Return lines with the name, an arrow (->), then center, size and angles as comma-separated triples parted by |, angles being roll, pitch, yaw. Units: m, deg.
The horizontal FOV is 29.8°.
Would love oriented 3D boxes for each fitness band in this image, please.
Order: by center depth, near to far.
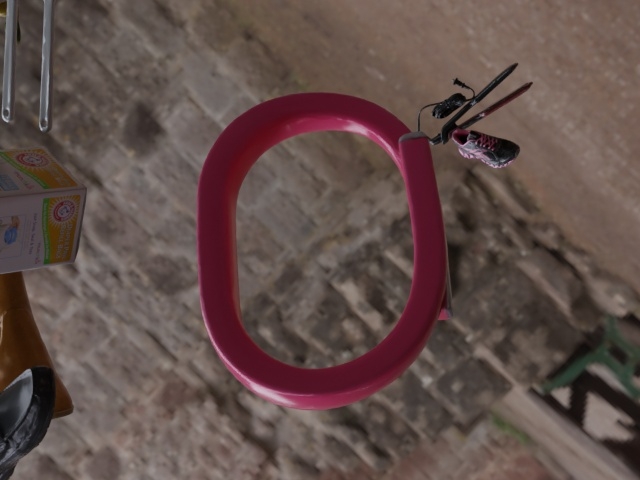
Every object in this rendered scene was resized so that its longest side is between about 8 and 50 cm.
fitness band -> 0.000, 0.000, 1.006 | 0.054, 0.209, 0.291 | 72, -168, -61

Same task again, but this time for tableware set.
tableware set -> -0.378, -0.320, 1.486 | 0.104, 0.024, 0.154 | 86, 178, -49

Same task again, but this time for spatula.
spatula -> -0.354, -0.246, 1.378 | 0.168, 0.242, 0.019 | 7, -174, 31

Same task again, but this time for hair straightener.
hair straightener -> 0.253, -0.244, 2.088 | 0.089, 0.230, 0.047 | 55, -146, -4

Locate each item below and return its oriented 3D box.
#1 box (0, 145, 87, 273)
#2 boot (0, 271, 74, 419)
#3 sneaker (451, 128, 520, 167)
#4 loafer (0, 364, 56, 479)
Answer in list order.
box -> -0.384, -0.031, 1.360 | 0.203, 0.103, 0.114 | -9, -145, -38
boot -> -0.454, 0.135, 1.778 | 0.104, 0.211, 0.295 | -6, -166, -37
sneaker -> 0.252, -0.148, 1.856 | 0.119, 0.047, 0.057 | 15, 161, 43
loafer -> -0.370, 0.218, 1.377 | 0.078, 0.223, 0.076 | 16, -139, -32
